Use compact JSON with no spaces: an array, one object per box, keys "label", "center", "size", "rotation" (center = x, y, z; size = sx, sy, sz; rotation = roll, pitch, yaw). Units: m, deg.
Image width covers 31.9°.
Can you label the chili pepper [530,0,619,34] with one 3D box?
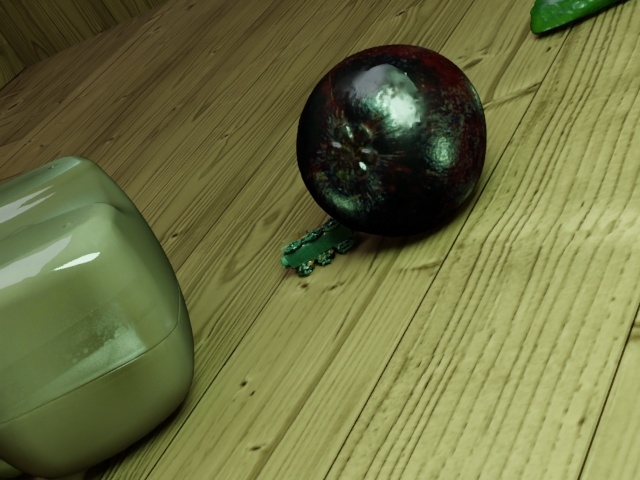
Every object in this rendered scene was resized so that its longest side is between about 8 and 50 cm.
[{"label":"chili pepper","center":[0.384,-0.352,1.468],"size":[0.257,0.074,0.100],"rotation":[-27,24,17]}]

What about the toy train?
[{"label":"toy train","center":[0.000,0.000,1.330],"size":[0.103,0.044,0.064],"rotation":[-29,13,11]}]

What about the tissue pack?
[{"label":"tissue pack","center":[-0.289,0.086,1.265],"size":[0.267,0.277,0.387],"rotation":[-29,24,-7]}]

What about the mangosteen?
[{"label":"mangosteen","center":[0.089,-0.114,1.239],"size":[0.216,0.216,0.216],"rotation":[-28,24,13]}]

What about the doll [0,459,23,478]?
[{"label":"doll","center":[-0.387,0.250,1.279],"size":[0.106,0.062,0.162],"rotation":[12,24,18]}]
